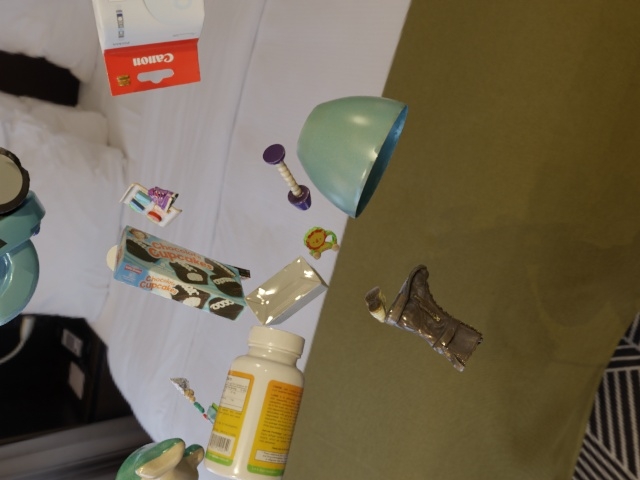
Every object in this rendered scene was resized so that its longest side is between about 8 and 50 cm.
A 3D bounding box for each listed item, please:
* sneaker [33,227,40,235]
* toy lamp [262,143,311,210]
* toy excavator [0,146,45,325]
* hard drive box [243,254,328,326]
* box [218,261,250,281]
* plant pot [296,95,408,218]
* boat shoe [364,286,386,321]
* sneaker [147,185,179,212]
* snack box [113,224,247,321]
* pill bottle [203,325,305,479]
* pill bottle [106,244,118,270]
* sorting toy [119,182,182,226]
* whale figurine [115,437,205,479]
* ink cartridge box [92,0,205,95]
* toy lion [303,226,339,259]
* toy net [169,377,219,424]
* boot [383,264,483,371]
[{"bbox_3d":[-0.791,-0.067,1.335,0.083,0.221,0.087,-21,47,33],"label":"sneaker"},{"bbox_3d":[-0.095,-0.184,1.706,0.080,0.274,0.080,-11,57,17],"label":"toy lamp"},{"bbox_3d":[-0.602,0.122,0.899,0.222,0.433,0.445,3,127,38],"label":"toy excavator"},{"bbox_3d":[-0.082,0.137,1.445,0.181,0.232,0.089,-37,80,-1],"label":"hard drive box"},{"bbox_3d":[-0.378,0.129,2.112,0.114,0.207,0.036,-23,66,28],"label":"box"},{"bbox_3d":[0.059,-0.223,1.305,0.196,0.290,0.290,26,112,8],"label":"plant pot"},{"bbox_3d":[0.166,0.184,1.596,0.056,0.048,0.153,-33,17,9],"label":"boat shoe"},{"bbox_3d":[-0.481,-0.129,1.653,0.170,0.071,0.068,8,63,56],"label":"sneaker"},{"bbox_3d":[-0.348,0.083,1.382,0.060,0.322,0.187,-57,28,16],"label":"snack box"},{"bbox_3d":[-0.103,0.279,0.953,0.136,0.136,0.245,-5,64,48],"label":"pill bottle"},{"bbox_3d":[-0.600,0.067,1.772,0.118,0.208,0.117,0,83,3],"label":"pill bottle"},{"bbox_3d":[-0.652,-0.126,2.101,0.193,0.208,0.038,-29,36,53],"label":"sorting toy"},{"bbox_3d":[-0.352,0.480,1.160,0.141,0.216,0.272,47,143,25],"label":"whale figurine"},{"bbox_3d":[-0.505,-0.627,1.667,0.091,0.308,0.384,47,145,40],"label":"ink cartridge box"},{"bbox_3d":[0.000,0.000,1.569,0.034,0.100,0.096,40,147,50],"label":"toy lion"},{"bbox_3d":[-0.360,0.479,1.643,0.232,0.045,0.122,35,155,27],"label":"toy net"},{"bbox_3d":[0.292,0.188,1.355,0.229,0.263,0.091,29,129,10],"label":"boot"}]
